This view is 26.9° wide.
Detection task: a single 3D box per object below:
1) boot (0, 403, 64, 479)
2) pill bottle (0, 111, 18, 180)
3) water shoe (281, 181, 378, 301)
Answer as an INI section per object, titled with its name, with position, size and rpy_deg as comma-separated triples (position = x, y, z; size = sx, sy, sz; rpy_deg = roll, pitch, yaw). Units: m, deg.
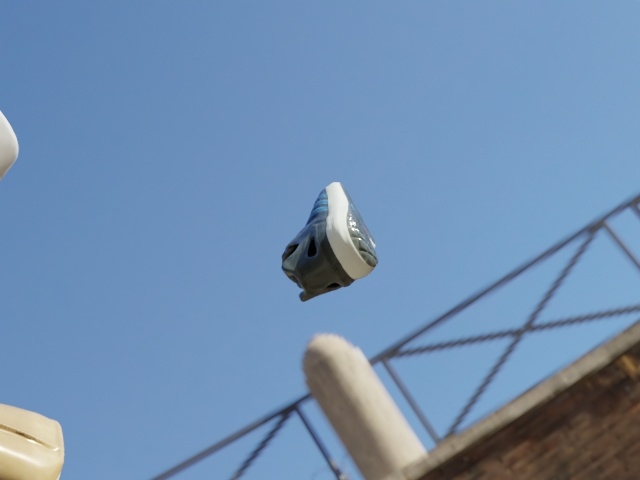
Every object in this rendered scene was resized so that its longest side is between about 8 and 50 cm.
[boot]
position = -0.343, 0.174, 1.113
size = 0.270, 0.236, 0.089
rpy_deg = 26, -71, -23
[pill bottle]
position = -0.352, 0.017, 0.914
size = 0.318, 0.176, 0.176
rpy_deg = -56, -20, -27
[water shoe]
position = 0.000, 0.000, 1.171
size = 0.080, 0.073, 0.203
rpy_deg = -29, 6, 5
